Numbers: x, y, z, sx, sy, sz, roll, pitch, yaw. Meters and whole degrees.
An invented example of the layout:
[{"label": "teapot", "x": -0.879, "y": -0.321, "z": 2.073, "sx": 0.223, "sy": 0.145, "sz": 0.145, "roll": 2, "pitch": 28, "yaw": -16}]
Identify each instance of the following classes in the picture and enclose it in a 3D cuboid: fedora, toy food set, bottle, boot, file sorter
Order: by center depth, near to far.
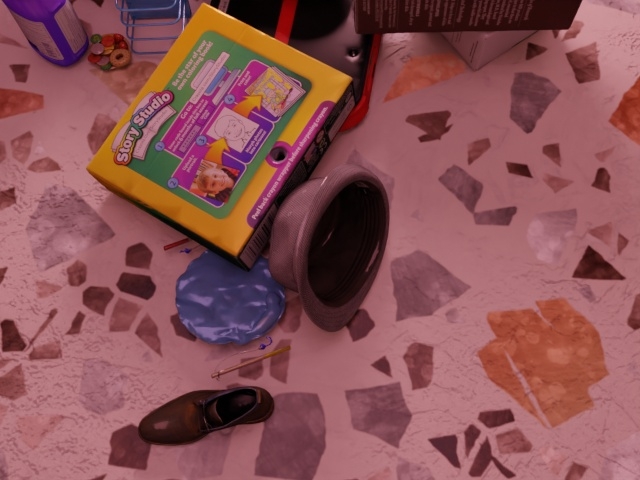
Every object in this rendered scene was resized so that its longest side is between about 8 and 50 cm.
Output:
[{"label": "boot", "x": -0.183, "y": 0.264, "z": 1.141, "sx": 0.219, "sy": 0.106, "sz": 0.082, "roll": -14, "pitch": 71, "yaw": -5}, {"label": "fedora", "x": 0.000, "y": 0.000, "z": 1.202, "sx": 0.124, "sy": 0.244, "sz": 0.275, "roll": 12, "pitch": 71, "yaw": 36}, {"label": "bottle", "x": -0.502, "y": -0.425, "z": 1.295, "sx": 0.118, "sy": 0.283, "sz": 0.092, "roll": 33, "pitch": 73, "yaw": 12}, {"label": "file sorter", "x": -0.311, "y": -0.437, "z": 1.354, "sx": 0.118, "sy": 0.170, "sz": 0.104, "roll": -3, "pitch": 65, "yaw": -1}, {"label": "toy food set", "x": -0.406, "y": -0.364, "z": 1.412, "sx": 0.083, "sy": 0.020, "sz": 0.083, "roll": -9, "pitch": 71, "yaw": -3}]

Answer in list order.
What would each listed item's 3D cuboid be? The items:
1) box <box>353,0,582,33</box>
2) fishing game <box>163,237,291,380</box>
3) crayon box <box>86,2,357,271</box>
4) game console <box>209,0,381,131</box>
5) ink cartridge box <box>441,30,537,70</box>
[{"label": "box", "x": 0.247, "y": -0.474, "z": 1.269, "sx": 0.382, "sy": 0.143, "sz": 0.191, "roll": -1, "pitch": 73, "yaw": 2}, {"label": "fishing game", "x": -0.151, "y": 0.093, "z": 1.241, "sx": 0.189, "sy": 0.041, "sz": 0.264, "roll": -23, "pitch": 66, "yaw": -16}, {"label": "crayon box", "x": -0.165, "y": -0.182, "z": 1.264, "sx": 0.313, "sy": 0.106, "sz": 0.362, "roll": 30, "pitch": 79, "yaw": 14}, {"label": "game console", "x": -0.055, "y": -0.397, "z": 1.413, "sx": 0.342, "sy": 0.060, "sz": 0.386, "roll": 8, "pitch": 70, "yaw": 9}, {"label": "ink cartridge box", "x": 0.296, "y": -0.500, "z": 1.409, "sx": 0.201, "sy": 0.117, "sz": 0.278, "roll": -34, "pitch": 74, "yaw": -10}]
